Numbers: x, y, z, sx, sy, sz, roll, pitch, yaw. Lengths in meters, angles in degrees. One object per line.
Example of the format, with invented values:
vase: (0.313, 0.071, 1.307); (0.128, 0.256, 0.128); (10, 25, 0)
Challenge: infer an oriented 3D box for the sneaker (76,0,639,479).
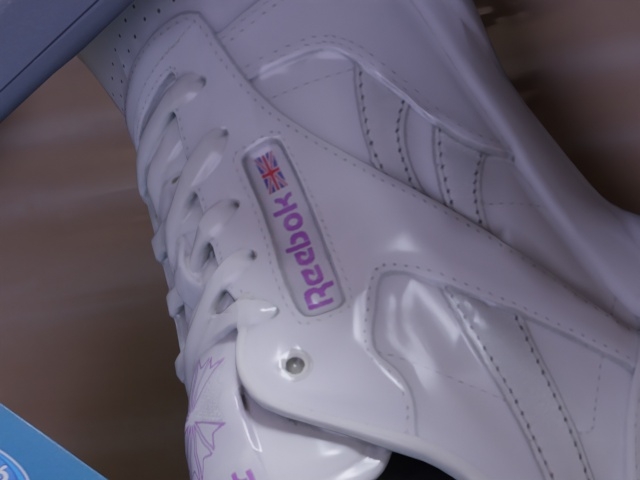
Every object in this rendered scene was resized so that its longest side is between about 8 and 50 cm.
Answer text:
sneaker: (0.000, 0.000, 0.544); (0.305, 0.152, 0.114); (46, 147, 19)

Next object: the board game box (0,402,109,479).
board game box: (-0.082, 0.200, 0.612); (0.254, 0.079, 0.336); (31, 142, 25)

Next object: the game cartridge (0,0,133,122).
game cartridge: (-0.097, -0.190, 0.579); (0.198, 0.062, 0.297); (-34, 59, 30)
